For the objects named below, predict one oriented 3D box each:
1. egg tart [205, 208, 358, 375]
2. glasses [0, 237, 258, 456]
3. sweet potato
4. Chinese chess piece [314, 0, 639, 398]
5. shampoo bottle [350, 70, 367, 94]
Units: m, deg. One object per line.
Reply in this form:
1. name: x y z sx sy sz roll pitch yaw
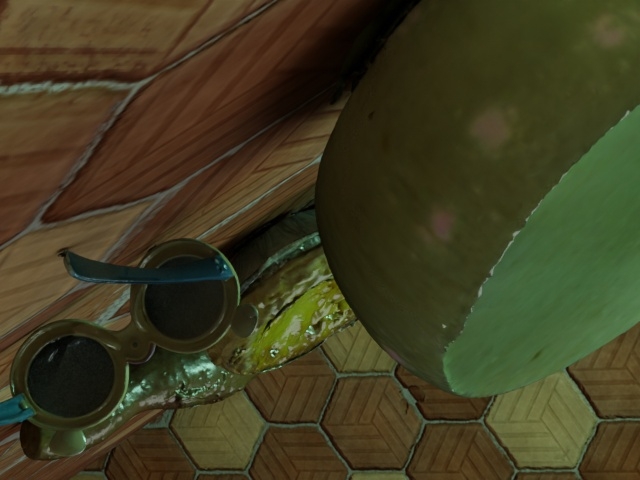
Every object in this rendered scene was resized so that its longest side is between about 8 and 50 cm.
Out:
1. egg tart: -0.019 0.039 1.292 0.234 0.094 0.234 -31 159 -13
2. glasses: -0.165 0.048 0.879 0.190 0.088 0.220 -34 156 8
3. sweet potato: -0.182 0.166 1.599 0.385 0.109 0.109 -22 168 -46
4. Chinese chess piece: 0.158 -0.062 0.798 0.349 0.146 0.349 -31 154 -17
5. shampoo bottle: 0.118 -0.130 0.872 0.208 0.063 0.057 -34 -173 -17
